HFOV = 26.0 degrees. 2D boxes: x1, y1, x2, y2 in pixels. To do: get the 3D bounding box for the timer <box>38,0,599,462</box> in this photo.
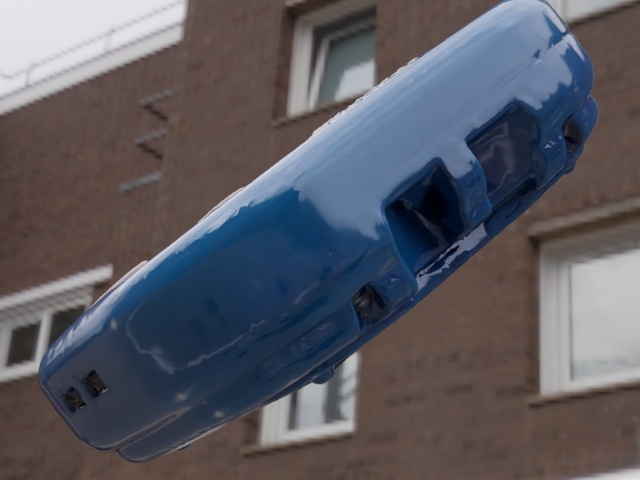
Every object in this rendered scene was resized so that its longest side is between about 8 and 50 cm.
[{"bbox_3d":[0.000,0.000,0.821,0.115,0.340,0.309,52,-31,-1],"label":"timer"}]
